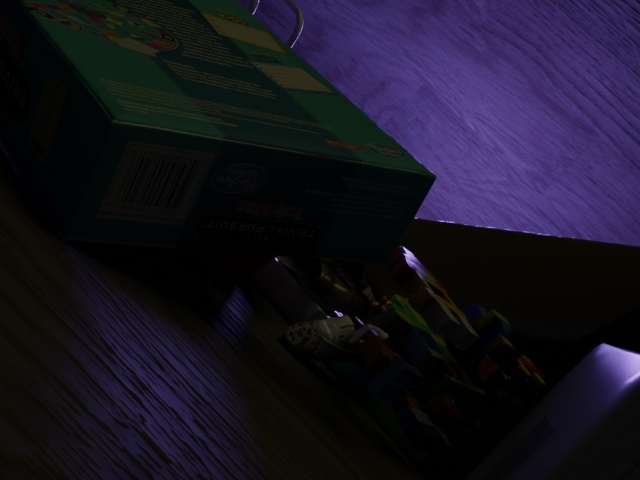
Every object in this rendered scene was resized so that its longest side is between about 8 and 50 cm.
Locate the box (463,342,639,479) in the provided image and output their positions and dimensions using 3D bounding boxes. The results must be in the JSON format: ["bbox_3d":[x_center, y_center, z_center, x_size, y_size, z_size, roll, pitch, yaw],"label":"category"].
[{"bbox_3d":[0.210,0.228,0.463,0.345,0.168,0.215,44,3,9],"label":"box"}]

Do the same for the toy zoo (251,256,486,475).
[{"bbox_3d":[0.029,0.101,0.974,0.293,0.030,0.192,47,4,26],"label":"toy zoo"}]

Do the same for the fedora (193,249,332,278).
[{"bbox_3d":[-0.075,-0.025,0.848,0.194,0.079,0.194,43,5,-5],"label":"fedora"}]

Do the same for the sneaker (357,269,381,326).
[{"bbox_3d":[0.048,0.049,1.203,0.235,0.090,0.094,28,-6,-31],"label":"sneaker"}]

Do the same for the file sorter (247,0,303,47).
[{"bbox_3d":[-0.189,-0.264,1.104,0.277,0.173,0.193,23,20,-44],"label":"file sorter"}]

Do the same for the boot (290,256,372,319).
[{"bbox_3d":[0.003,0.026,0.952,0.087,0.042,0.118,39,6,-39],"label":"boot"}]

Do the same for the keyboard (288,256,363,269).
[{"bbox_3d":[0.000,0.000,1.046,0.108,0.023,0.180,27,-27,-15],"label":"keyboard"}]

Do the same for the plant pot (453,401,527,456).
[{"bbox_3d":[0.280,0.182,1.271,0.195,0.290,0.290,4,22,-22],"label":"plant pot"}]

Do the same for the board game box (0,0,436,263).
[{"bbox_3d":[-0.117,-0.116,0.715,0.253,0.079,0.336,6,31,-43],"label":"board game box"}]

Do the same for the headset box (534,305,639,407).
[{"bbox_3d":[0.282,0.219,0.789,0.283,0.131,0.246,43,40,-12],"label":"headset box"}]

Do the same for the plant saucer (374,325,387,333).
[{"bbox_3d":[0.061,0.012,1.465,0.332,0.084,0.332,42,18,-17],"label":"plant saucer"}]

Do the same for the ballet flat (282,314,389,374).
[{"bbox_3d":[0.022,0.080,0.825,0.114,0.041,0.041,20,17,-34],"label":"ballet flat"}]

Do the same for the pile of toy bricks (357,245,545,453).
[{"bbox_3d":[0.081,0.079,0.787,0.212,0.118,0.105,33,18,-51],"label":"pile of toy bricks"}]

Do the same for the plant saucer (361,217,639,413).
[{"bbox_3d":[0.203,0.100,1.011,0.332,0.081,0.333,8,-24,16],"label":"plant saucer"}]
